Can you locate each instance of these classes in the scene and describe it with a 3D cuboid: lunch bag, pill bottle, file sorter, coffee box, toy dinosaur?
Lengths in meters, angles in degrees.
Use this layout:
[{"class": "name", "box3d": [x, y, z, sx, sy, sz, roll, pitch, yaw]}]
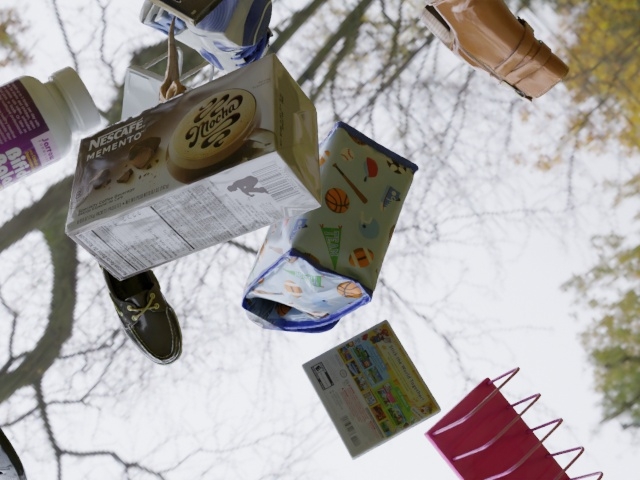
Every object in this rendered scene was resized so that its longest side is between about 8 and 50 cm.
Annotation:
[{"class": "lunch bag", "box3d": [0.000, 0.000, 2.017, 0.239, 0.385, 0.328, 31, -120, -14]}, {"class": "pill bottle", "box3d": [-0.558, -0.195, 1.778, 0.301, 0.169, 0.169, -31, -106, -16]}, {"class": "file sorter", "box3d": [-0.185, -0.196, 1.718, 0.277, 0.193, 0.173, 23, -145, 13]}, {"class": "file sorter", "box3d": [0.406, 0.438, 2.031, 0.202, 0.182, 0.291, -36, -96, -27]}, {"class": "coffee box", "box3d": [-0.156, -0.086, 1.222, 0.119, 0.297, 0.168, 49, -151, -44]}, {"class": "toy dinosaur", "box3d": [-0.214, -0.217, 1.423, 0.064, 0.212, 0.112, -5, -161, -38]}]

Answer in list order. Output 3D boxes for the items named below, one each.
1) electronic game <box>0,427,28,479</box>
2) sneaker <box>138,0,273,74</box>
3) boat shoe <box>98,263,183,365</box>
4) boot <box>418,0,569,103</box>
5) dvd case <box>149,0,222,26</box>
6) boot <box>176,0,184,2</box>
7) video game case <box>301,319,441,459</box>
[{"class": "electronic game", "box3d": [-0.498, 0.271, 1.414, 0.048, 0.229, 0.229, -38, -95, -32]}, {"class": "sneaker", "box3d": [-0.130, -0.327, 1.486, 0.182, 0.127, 0.315, 28, 177, -34]}, {"class": "boat shoe", "box3d": [-0.277, 0.084, 1.476, 0.228, 0.081, 0.069, 62, 172, 7]}, {"class": "boot", "box3d": [0.251, -0.289, 1.377, 0.220, 0.109, 0.283, 40, 171, 0]}, {"class": "dvd case", "box3d": [-0.195, -0.380, 1.285, 0.221, 0.018, 0.164, 32, -115, 19]}, {"class": "boot", "box3d": [-0.203, -0.373, 1.122, 0.106, 0.219, 0.082, 28, -122, 29]}, {"class": "video game case", "box3d": [0.102, 0.302, 2.014, 0.227, 0.206, 0.026, 59, 173, 26]}]
